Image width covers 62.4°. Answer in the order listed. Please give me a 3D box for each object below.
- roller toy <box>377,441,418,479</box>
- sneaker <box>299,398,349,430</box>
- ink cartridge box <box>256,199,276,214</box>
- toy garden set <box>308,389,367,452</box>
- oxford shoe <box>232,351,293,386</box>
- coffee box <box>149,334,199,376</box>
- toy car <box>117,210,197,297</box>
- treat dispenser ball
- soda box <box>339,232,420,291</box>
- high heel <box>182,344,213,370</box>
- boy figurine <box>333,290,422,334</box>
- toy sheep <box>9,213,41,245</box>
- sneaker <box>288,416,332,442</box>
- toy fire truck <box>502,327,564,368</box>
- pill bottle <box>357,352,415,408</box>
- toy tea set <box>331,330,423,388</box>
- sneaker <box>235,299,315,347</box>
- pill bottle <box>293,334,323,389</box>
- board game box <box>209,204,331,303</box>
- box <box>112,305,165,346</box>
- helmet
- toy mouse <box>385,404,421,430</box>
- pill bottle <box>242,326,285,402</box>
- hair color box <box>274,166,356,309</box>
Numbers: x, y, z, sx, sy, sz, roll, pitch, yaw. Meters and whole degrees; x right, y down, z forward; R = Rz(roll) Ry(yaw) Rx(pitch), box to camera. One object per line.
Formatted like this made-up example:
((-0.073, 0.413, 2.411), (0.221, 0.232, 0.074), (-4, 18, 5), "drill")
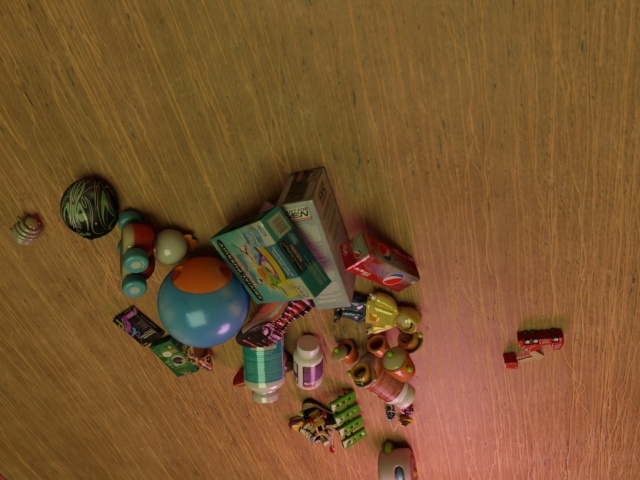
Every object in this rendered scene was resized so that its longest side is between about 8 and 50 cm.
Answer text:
((0.325, 0.952, 2.161), (0.146, 0.191, 0.209), (-11, 123, 16), "roller toy")
((0.012, 0.728, 2.113), (0.235, 0.097, 0.084), (31, 125, -12), "sneaker")
((-0.149, -0.048, 1.599), (0.104, 0.060, 0.180), (30, 128, -11), "ink cartridge box")
((0.063, 0.714, 2.062), (0.204, 0.049, 0.244), (-25, 118, -19), "toy garden set")
((-0.216, 0.506, 1.998), (0.271, 0.097, 0.098), (-27, 123, 26), "oxford shoe")
((-0.561, 0.449, 2.050), (0.113, 0.040, 0.184), (-22, 118, 24), "coffee box")
((-0.511, 0.039, 1.681), (0.238, 0.219, 0.210), (-1, 131, -24), "toy car")
((-0.367, 0.194, 1.676), (0.288, 0.288, 0.288), (5, 126, 7), "treat dispenser ball")
((0.178, 0.068, 1.550), (0.092, 0.083, 0.263), (-34, 140, 29), "soda box")
((-0.422, 0.370, 1.931), (0.186, 0.093, 0.261), (-19, 111, 29), "high heel")
((0.188, 0.247, 1.740), (0.285, 0.092, 0.177), (12, 124, 5), "boy figurine")
((-0.978, -0.030, 1.752), (0.091, 0.091, 0.132), (35, 119, -15), "toy sheep")
((-0.045, 0.784, 2.172), (0.185, 0.084, 0.069), (5, 126, 6), "sneaker")
((0.705, 0.360, 1.754), (0.192, 0.047, 0.135), (-8, 124, 15), "toy fire truck")
((0.234, 0.510, 1.901), (0.216, 0.121, 0.121), (38, 123, -16), "pill bottle")
((0.176, 0.380, 1.774), (0.336, 0.200, 0.124), (-18, 129, 28), "toy tea set")
((-0.148, 0.230, 1.728), (0.314, 0.136, 0.116), (-38, 129, 8), "sneaker")
((-0.044, 0.437, 1.906), (0.108, 0.108, 0.193), (5, 127, 6), "pill bottle")
((-0.153, 0.054, 1.499), (0.336, 0.079, 0.253), (-15, 113, 55), "board game box")
((-0.684, 0.325, 1.990), (0.116, 0.029, 0.162), (-31, 116, 28), "box")
((-0.708, -0.102, 1.614), (0.169, 0.169, 0.161), (4, 143, 7), "helmet")
((0.308, 0.667, 2.058), (0.161, 0.031, 0.143), (-33, 115, 28), "toy mouse")
((-0.196, 0.422, 1.840), (0.146, 0.146, 0.264), (-1, 96, 11), "pill bottle")
((0.000, 0.000, 1.534), (0.114, 0.185, 0.374), (-9, 123, 18), "hair color box")
